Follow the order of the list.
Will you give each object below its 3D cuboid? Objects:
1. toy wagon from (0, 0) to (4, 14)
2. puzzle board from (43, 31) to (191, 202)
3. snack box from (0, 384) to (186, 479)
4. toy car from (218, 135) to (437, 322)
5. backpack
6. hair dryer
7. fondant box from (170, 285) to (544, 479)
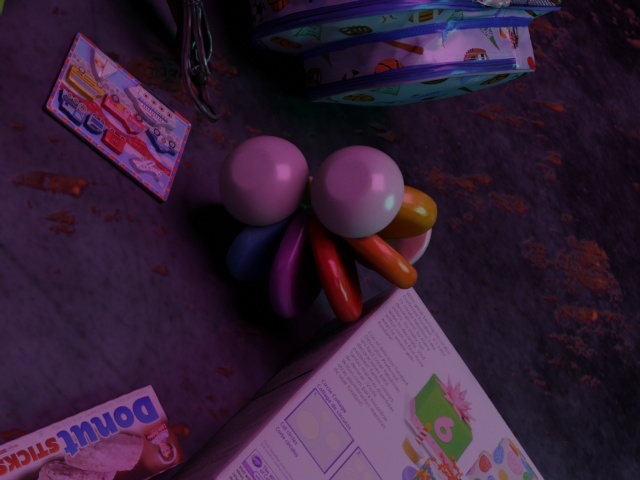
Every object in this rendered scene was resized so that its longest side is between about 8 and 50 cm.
[{"bbox_3d":[-0.249,-0.307,1.320,0.344,0.068,0.267,29,69,-57],"label":"toy wagon"},{"bbox_3d":[-0.162,-0.102,1.419,0.128,0.011,0.096,40,41,-25],"label":"puzzle board"},{"bbox_3d":[-0.170,0.157,1.224,0.178,0.022,0.064,-19,80,-52],"label":"snack box"},{"bbox_3d":[0.000,0.000,1.416,0.159,0.182,0.136,44,56,-66],"label":"toy car"},{"bbox_3d":[0.060,-0.227,1.580,0.263,0.276,0.213,3,77,-44],"label":"backpack"},{"bbox_3d":[-0.140,-0.262,1.467,0.080,0.223,0.293,-6,53,-12],"label":"hair dryer"},{"bbox_3d":[0.036,0.211,1.365,0.238,0.096,0.330,55,38,-5],"label":"fondant box"}]
